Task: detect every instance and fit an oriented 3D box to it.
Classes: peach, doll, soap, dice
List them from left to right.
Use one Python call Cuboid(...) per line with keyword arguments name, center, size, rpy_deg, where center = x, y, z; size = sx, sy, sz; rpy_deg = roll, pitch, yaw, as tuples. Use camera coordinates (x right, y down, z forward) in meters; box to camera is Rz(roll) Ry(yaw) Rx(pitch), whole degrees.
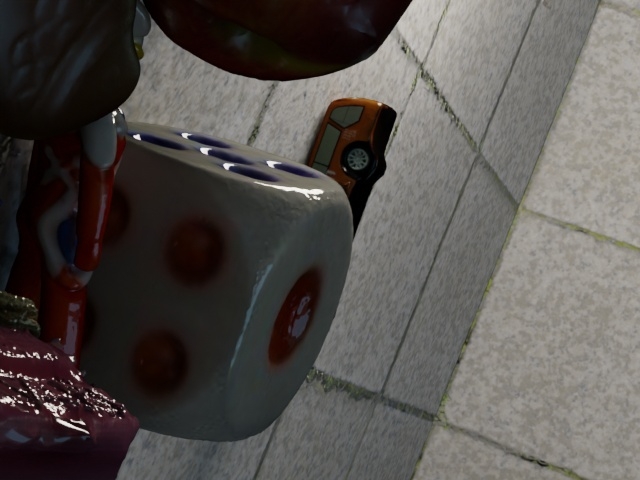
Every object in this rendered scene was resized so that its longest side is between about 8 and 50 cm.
Cuboid(name="soap", center=(-0.299, 0.117, 1.041), size=(0.325, 0.220, 0.127), rpy_deg=(22, 99, -57))
Cuboid(name="doll", center=(-0.221, -0.054, 1.272), size=(0.099, 0.188, 0.383), rpy_deg=(3, 102, -30))
Cuboid(name="dice", center=(-0.132, 0.033, 1.441), size=(0.243, 0.251, 0.259), rpy_deg=(-4, 113, -67))
Cuboid(name="peach", center=(-0.019, -0.311, 1.268), size=(0.281, 0.281, 0.338), rpy_deg=(55, 47, -67))

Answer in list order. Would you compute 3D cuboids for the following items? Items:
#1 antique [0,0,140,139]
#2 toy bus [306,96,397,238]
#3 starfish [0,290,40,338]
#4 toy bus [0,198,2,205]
Cuboid(name="antique", center=(-0.231, -0.203, 1.077), size=(0.223, 0.129, 0.278), rpy_deg=(-51, 142, -24))
Cuboid(name="toy bus", center=(0.000, 0.000, 1.984), size=(0.408, 0.092, 0.093), rpy_deg=(-70, 163, 2))
Cuboid(name="starfish", center=(-0.309, 0.064, 1.176), size=(0.053, 0.150, 0.209), rpy_deg=(-101, -179, -56))
Cuboid(name="toy bus", center=(-0.310, -0.057, 1.161), size=(0.051, 0.061, 0.153), rpy_deg=(-58, 160, -15))
